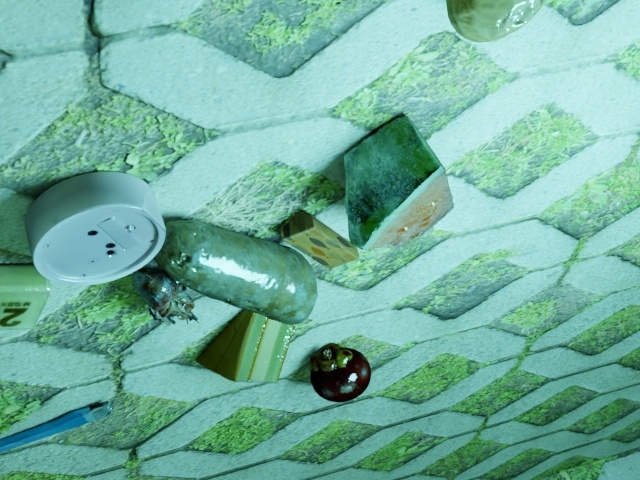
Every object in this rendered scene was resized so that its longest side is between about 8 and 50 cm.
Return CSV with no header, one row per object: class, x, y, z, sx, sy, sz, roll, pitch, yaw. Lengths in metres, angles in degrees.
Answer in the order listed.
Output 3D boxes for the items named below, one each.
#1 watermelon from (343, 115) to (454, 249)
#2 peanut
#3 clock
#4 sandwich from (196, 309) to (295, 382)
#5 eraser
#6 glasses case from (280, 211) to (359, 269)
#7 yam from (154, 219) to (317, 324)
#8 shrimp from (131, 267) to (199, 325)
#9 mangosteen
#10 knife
watermelon,0.137,-0.074,1.740,0.193,0.139,0.257,-37,156,15
peanut,0.237,-0.362,1.333,0.130,0.130,0.290,-13,146,-16
clock,-0.333,-0.015,1.559,0.197,0.068,0.197,-17,149,-10
sandwich,-0.141,0.177,2.042,0.117,0.144,0.187,9,102,-42
eraser,-0.513,0.090,1.615,0.172,0.058,0.117,1,141,-34
glasses case,0.000,0.000,1.828,0.065,0.041,0.170,-22,152,22
yam,-0.141,0.044,1.734,0.133,0.133,0.330,-40,141,26
shrimp,-0.251,0.099,1.790,0.090,0.079,0.233,-60,154,-12
mangosteen,0.037,0.272,2.216,0.140,0.140,0.140,-17,149,-10
knife,-0.543,0.372,2.074,0.297,0.026,0.044,-18,147,-3
